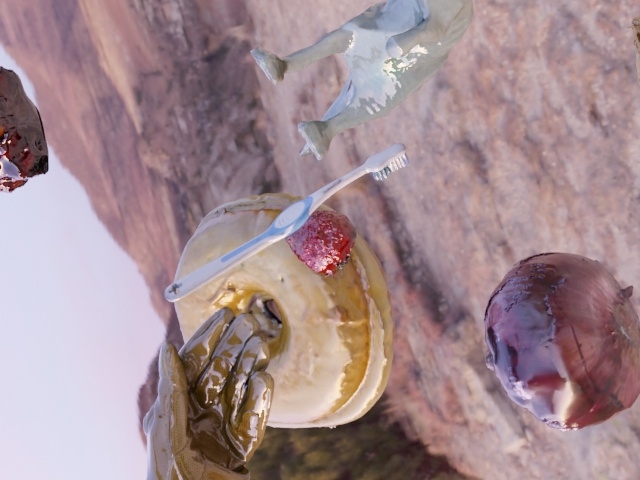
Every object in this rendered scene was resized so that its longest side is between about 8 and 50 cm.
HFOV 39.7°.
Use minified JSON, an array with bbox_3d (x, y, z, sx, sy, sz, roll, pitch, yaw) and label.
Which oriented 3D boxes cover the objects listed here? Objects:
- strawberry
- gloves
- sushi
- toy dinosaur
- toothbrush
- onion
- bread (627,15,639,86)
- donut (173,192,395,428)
[{"bbox_3d":[0.000,-0.001,1.296,0.106,0.106,0.106,163,90,-85],"label":"strawberry"},{"bbox_3d":[-0.148,0.245,1.111,0.141,0.154,0.331,104,177,-69],"label":"gloves"},{"bbox_3d":[-0.355,-0.097,0.869,0.153,0.151,0.172,64,146,26],"label":"sushi"},{"bbox_3d":[0.038,-0.149,0.784,0.092,0.205,0.393,49,158,14],"label":"toy dinosaur"},{"bbox_3d":[-0.048,-0.026,1.208,0.040,0.386,0.040,59,178,3],"label":"toothbrush"},{"bbox_3d":[0.319,0.141,1.201,0.219,0.252,0.252,-31,72,43],"label":"onion"},{"bbox_3d":[0.251,-0.052,0.457,0.179,0.133,0.250,58,-152,-13],"label":"bread"},{"bbox_3d":[-0.064,0.125,1.515,0.198,0.449,0.448,-19,-87,-51],"label":"donut"}]
